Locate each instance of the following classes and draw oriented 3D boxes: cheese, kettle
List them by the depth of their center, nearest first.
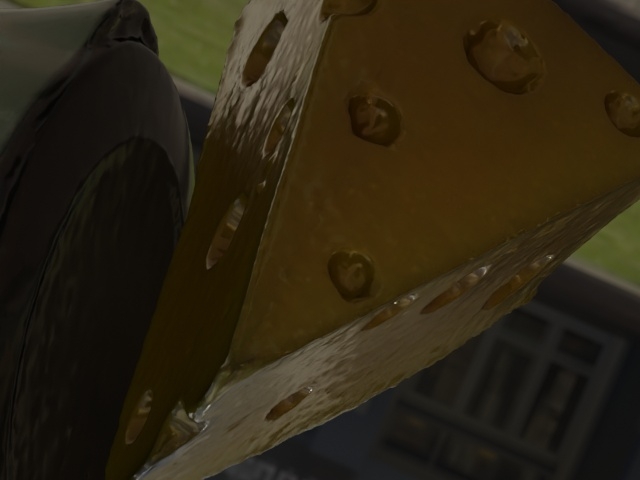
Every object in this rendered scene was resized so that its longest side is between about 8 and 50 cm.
[{"bbox_3d":[0.000,0.000,0.511,0.126,0.171,0.093,43,141,-2],"label":"cheese"},{"bbox_3d":[-0.266,0.056,0.737,0.376,0.361,0.250,11,177,14],"label":"kettle"}]
